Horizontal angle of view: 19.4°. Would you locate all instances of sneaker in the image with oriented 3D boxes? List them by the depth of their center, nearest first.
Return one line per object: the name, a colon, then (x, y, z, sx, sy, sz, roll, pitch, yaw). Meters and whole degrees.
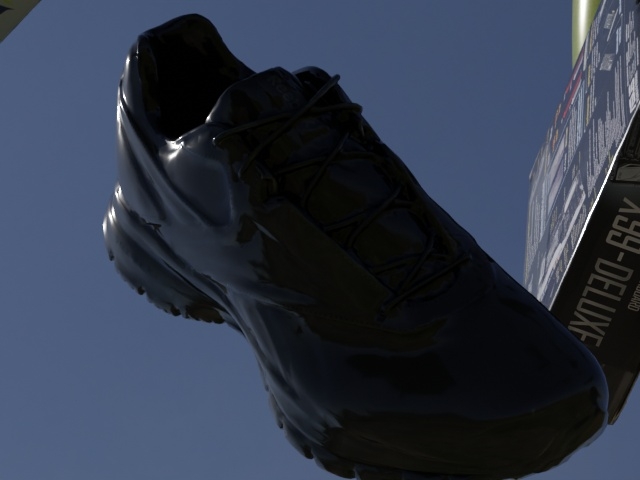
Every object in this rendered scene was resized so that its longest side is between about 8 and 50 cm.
sneaker: (0.000, 0.000, 0.777, 0.109, 0.286, 0.130, -31, -44, -33)

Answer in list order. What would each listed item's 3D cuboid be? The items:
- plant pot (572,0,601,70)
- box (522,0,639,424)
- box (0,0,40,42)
plant pot: (0.343, -0.226, 1.735, 0.275, 0.275, 0.293, 16, -88, -40)
box: (0.213, -0.059, 1.306, 0.077, 0.307, 0.242, 17, -59, -2)
box: (-0.145, -0.127, 0.631, 0.126, 0.072, 0.137, 14, -35, -36)
